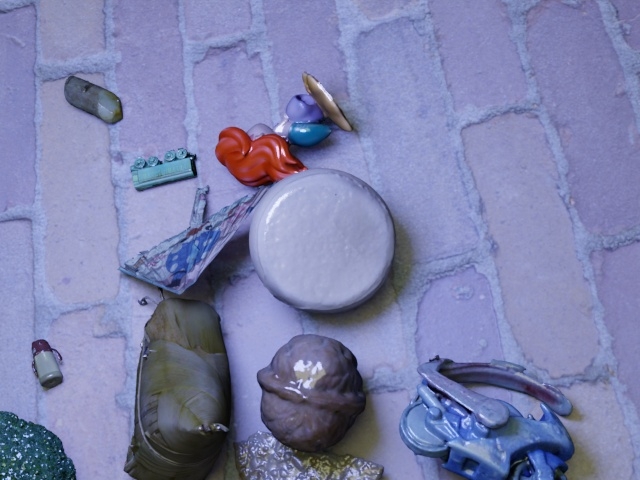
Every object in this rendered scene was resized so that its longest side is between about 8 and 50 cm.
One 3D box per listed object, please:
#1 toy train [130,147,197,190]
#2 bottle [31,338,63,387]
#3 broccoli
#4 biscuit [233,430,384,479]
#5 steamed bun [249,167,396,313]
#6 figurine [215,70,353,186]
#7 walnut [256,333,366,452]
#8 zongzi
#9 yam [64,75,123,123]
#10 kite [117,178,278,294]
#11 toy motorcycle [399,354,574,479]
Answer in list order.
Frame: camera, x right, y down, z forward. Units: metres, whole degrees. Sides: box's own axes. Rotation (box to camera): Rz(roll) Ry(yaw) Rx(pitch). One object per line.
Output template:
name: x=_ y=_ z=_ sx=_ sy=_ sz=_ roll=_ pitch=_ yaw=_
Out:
toy train: x=-0.336 y=-0.154 z=2.040 sx=0.148 sy=0.038 sz=0.070 roll=-14 pitch=69 yaw=4
bottle: x=-0.554 y=0.244 z=1.917 sx=0.063 sy=0.047 sz=0.101 roll=-21 pitch=61 yaw=-14
broccoli: x=-0.586 y=0.455 z=1.746 sx=0.245 sy=0.265 sz=0.294 roll=-46 pitch=52 yaw=21
biscuit: x=-0.037 y=0.442 z=1.743 sx=0.290 sy=0.038 sz=0.141 roll=12 pitch=72 yaw=16
steamed bun: x=0.000 y=0.000 z=1.826 sx=0.283 sy=0.177 sz=0.282 roll=0 pitch=92 yaw=-11
figurine: x=-0.072 y=-0.200 z=1.941 sx=0.257 sy=0.181 sz=0.208 roll=-41 pitch=96 yaw=0
walnut: x=-0.019 y=0.273 z=1.711 sx=0.224 sy=0.224 sz=0.224 roll=-4 pitch=68 yaw=9
zongzi: x=-0.236 y=0.199 z=1.720 sx=0.182 sy=0.418 sz=0.446 roll=6 pitch=65 yaw=-17
yam: x=-0.507 y=-0.316 z=2.120 sx=0.147 sy=0.069 sz=0.069 roll=25 pitch=75 yaw=20
kite: x=-0.248 y=-0.007 z=1.875 sx=0.406 sy=0.014 sz=0.368 roll=-27 pitch=31 yaw=19
toy motorcycle: x=0.306 y=0.314 z=1.653 sx=0.319 sy=0.182 sz=0.241 roll=24 pitch=74 yaw=17
